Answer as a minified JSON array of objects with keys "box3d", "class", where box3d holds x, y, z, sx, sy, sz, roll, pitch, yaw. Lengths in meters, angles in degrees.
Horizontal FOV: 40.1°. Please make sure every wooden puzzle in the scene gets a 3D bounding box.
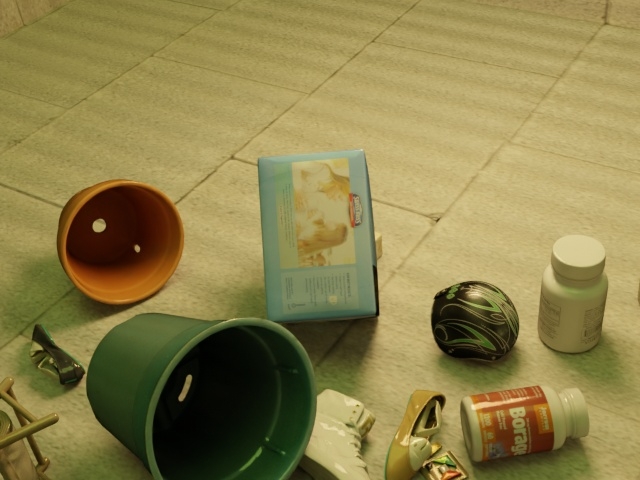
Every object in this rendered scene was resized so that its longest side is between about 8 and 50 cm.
[{"box3d":[0.225,0.421,1.611,0.079,0.014,0.116,-26,43,-22],"class":"wooden puzzle"}]

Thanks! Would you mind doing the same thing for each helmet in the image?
[{"box3d":[0.326,0.166,1.811,0.162,0.169,0.169,-1,36,35],"class":"helmet"}]

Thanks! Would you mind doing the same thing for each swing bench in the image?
[{"box3d":[-0.570,0.429,1.531,0.165,0.253,0.255,25,48,34],"class":"swing bench"}]

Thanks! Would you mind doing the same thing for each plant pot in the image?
[{"box3d":[-0.495,-0.016,2.079,0.291,0.290,0.203,-26,26,-23],"class":"plant pot"},{"box3d":[-0.242,0.281,1.591,0.341,0.341,0.334,-36,26,-31],"class":"plant pot"}]

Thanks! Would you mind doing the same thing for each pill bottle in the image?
[{"box3d":[0.374,0.332,1.613,0.216,0.121,0.121,-9,39,-2],"class":"pill bottle"},{"box3d":[0.515,0.107,1.785,0.131,0.229,0.131,-4,39,3],"class":"pill bottle"}]

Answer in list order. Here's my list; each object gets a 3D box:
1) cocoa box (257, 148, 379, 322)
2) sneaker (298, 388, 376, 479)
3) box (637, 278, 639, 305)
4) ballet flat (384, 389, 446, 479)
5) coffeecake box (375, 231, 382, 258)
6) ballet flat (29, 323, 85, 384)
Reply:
[{"box3d":[0.000,0.000,1.864,0.232,0.228,0.346,-5,84,5],"class":"cocoa box"},{"box3d":[0.055,0.379,1.615,0.169,0.108,0.293,-33,44,-25],"class":"sneaker"},{"box3d":[0.725,0.172,1.770,0.094,0.113,0.275,-4,37,5],"class":"box"},{"box3d":[0.180,0.362,1.629,0.073,0.080,0.232,-9,34,29],"class":"ballet flat"},{"box3d":[0.037,0.035,2.077,0.142,0.068,0.185,23,47,31],"class":"coffeecake box"},{"box3d":[-0.590,0.250,1.906,0.074,0.074,0.203,-33,48,-29],"class":"ballet flat"}]
